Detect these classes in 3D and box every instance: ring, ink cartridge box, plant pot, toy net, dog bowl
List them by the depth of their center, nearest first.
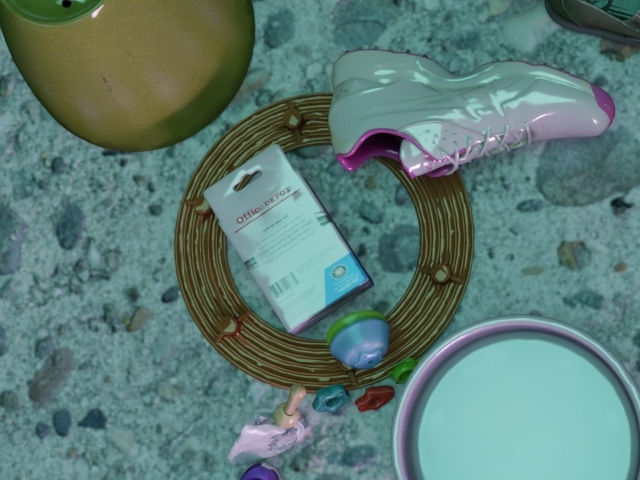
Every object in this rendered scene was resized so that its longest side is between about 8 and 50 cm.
[{"bbox_3d":[0.210,0.211,1.751,0.265,0.104,0.264,-1,83,10],"label":"dog bowl"},{"bbox_3d":[-0.232,-0.254,1.791,0.275,0.293,0.274,-1,82,9],"label":"plant pot"},{"bbox_3d":[-0.004,0.167,1.805,0.232,0.122,0.045,-37,52,16],"label":"toy net"},{"bbox_3d":[-0.034,-0.001,1.811,0.104,0.060,0.180,-33,79,5],"label":"ink cartridge box"},{"bbox_3d":[0.000,0.000,1.852,0.337,0.032,0.336,-1,82,9],"label":"ring"}]

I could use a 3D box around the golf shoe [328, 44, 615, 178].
[{"bbox_3d":[0.154,-0.120,1.787,0.306,0.115,0.140,6,66,14],"label":"golf shoe"}]

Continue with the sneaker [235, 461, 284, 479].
[{"bbox_3d":[-0.100,0.313,1.807,0.068,0.071,0.169,25,88,12],"label":"sneaker"}]

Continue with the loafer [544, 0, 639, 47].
[{"bbox_3d":[0.361,-0.246,1.794,0.251,0.087,0.094,9,84,11],"label":"loafer"}]
